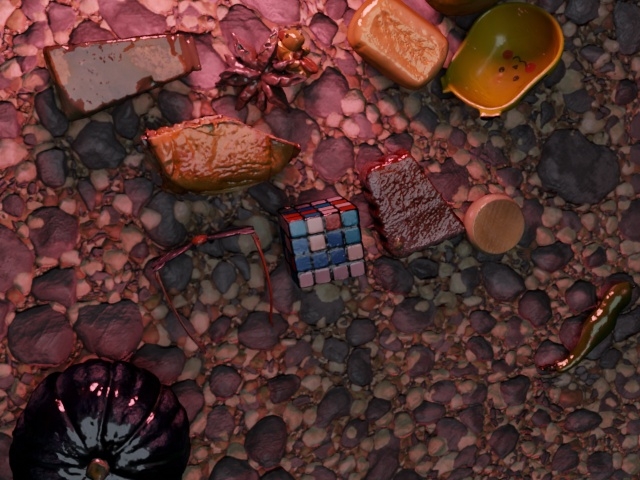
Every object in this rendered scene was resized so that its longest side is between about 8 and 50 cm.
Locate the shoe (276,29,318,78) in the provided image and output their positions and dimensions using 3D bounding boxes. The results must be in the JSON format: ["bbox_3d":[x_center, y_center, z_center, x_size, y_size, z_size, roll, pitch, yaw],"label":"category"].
[{"bbox_3d":[-0.049,-0.387,1.561,0.069,0.072,0.109,-10,101,30],"label":"shoe"}]

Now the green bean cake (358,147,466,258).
[{"bbox_3d":[0.201,-0.090,1.658,0.198,0.097,0.233,-26,105,-4],"label":"green bean cake"}]

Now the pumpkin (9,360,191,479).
[{"bbox_3d":[-0.454,0.422,1.540,0.363,0.266,0.364,-1,100,-8],"label":"pumpkin"}]

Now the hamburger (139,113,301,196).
[{"bbox_3d":[-0.215,-0.176,1.524,0.282,0.155,0.245,35,96,-20],"label":"hamburger"}]

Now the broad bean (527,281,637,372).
[{"bbox_3d":[0.663,0.219,1.841,0.318,0.056,0.098,-42,107,1],"label":"broad bean"}]

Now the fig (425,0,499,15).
[{"bbox_3d":[0.298,-0.562,1.512,0.207,0.230,0.207,-2,103,-10],"label":"fig"}]

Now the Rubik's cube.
[{"bbox_3d":[0.000,0.000,1.604,0.154,0.155,0.151,-11,105,-9],"label":"Rubik's cube"}]

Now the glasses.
[{"bbox_3d":[-0.212,0.109,1.602,0.234,0.118,0.268,-23,105,-8],"label":"glasses"}]

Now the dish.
[{"bbox_3d":[0.404,-0.373,1.618,0.262,0.221,0.108,-51,146,4],"label":"dish"}]

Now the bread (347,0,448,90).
[{"bbox_3d":[0.161,-0.420,1.581,0.217,0.098,0.147,36,97,-18],"label":"bread"}]

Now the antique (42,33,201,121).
[{"bbox_3d":[-0.380,-0.340,1.470,0.284,0.125,0.150,-16,105,-8],"label":"antique"}]

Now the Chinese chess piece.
[{"bbox_3d":[0.402,-0.037,1.733,0.144,0.058,0.144,-3,104,-12],"label":"Chinese chess piece"}]

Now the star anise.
[{"bbox_3d":[-0.120,-0.341,1.533,0.182,0.065,0.195,20,117,-2],"label":"star anise"}]
